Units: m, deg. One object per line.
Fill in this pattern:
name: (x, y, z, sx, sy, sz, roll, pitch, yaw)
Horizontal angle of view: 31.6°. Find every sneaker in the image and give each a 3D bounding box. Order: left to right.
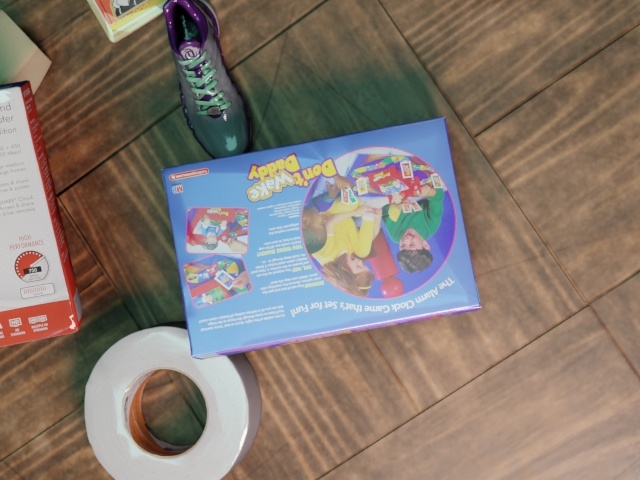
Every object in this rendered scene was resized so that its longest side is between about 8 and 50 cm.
sneaker: (-0.154, -0.203, 1.422, 0.083, 0.098, 0.224, -19, 87, 10)

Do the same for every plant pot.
plant pot: (-0.416, -0.235, 1.473, 0.096, 0.109, 0.109, -43, 83, -4)

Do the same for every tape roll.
tape roll: (-0.189, 0.215, 1.450, 0.219, 0.072, 0.219, 0, 90, 10)

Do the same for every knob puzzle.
knob puzzle: (-0.247, -0.384, 1.472, 0.213, 0.030, 0.213, 0, 91, 11)

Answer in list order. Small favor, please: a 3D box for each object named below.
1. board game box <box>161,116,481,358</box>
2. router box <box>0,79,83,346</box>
board game box: (0.000, 0.000, 1.371, 0.347, 0.078, 0.233, -10, 82, 2)
router box: (-0.480, -0.010, 1.337, 0.335, 0.082, 0.301, -11, 104, -3)
